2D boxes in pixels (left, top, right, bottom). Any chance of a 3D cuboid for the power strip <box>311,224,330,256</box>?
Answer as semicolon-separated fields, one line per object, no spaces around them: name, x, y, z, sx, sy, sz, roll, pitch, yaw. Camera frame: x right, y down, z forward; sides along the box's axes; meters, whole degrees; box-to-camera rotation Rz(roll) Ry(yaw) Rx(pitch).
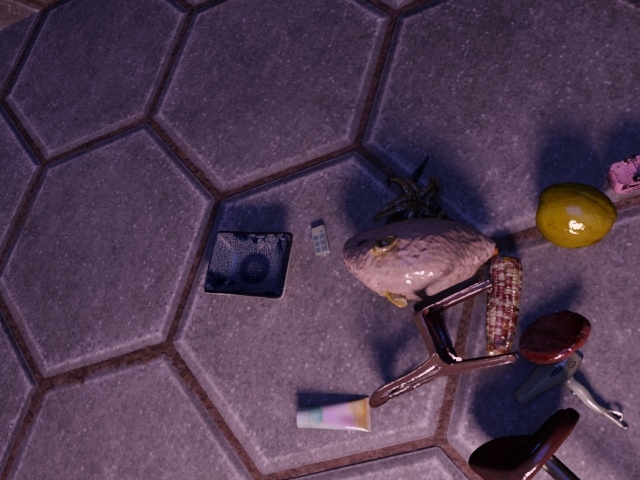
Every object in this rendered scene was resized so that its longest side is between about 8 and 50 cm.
power strip;0.000;0.000;1.394;0.040;0.016;0.090;-17;67;14

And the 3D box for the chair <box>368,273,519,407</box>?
chair;0.237;0.223;1.109;0.327;0.176;0.183;-25;72;20

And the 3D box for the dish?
dish;-0.183;0.071;1.399;0.243;0.080;0.181;1;71;22

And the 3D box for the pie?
pie;0.495;0.204;1.086;0.154;0.154;0.036;-35;104;5

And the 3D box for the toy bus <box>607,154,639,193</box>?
toy bus;0.750;-0.165;1.140;0.203;0.090;0.063;-18;66;14

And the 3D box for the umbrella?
umbrella;0.219;-0.113;1.352;0.044;0.044;0.269;17;67;51

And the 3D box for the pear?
pear;0.561;-0.054;1.139;0.162;0.149;0.148;22;80;25

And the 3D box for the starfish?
starfish;0.221;-0.100;1.292;0.190;0.074;0.146;-15;80;-5

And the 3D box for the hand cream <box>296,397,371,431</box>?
hand cream;0.032;0.416;1.221;0.174;0.047;0.076;-5;68;9

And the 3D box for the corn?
corn;0.410;0.147;1.163;0.080;0.079;0.237;7;77;22

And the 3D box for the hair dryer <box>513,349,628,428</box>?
hair dryer;0.512;0.336;1.079;0.167;0.067;0.199;-33;78;16

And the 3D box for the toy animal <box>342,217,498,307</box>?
toy animal;0.225;0.045;1.180;0.359;0.226;0.188;-9;106;11

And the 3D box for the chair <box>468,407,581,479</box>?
chair;0.488;0.476;0.927;0.226;0.226;0.401;-48;62;-1
